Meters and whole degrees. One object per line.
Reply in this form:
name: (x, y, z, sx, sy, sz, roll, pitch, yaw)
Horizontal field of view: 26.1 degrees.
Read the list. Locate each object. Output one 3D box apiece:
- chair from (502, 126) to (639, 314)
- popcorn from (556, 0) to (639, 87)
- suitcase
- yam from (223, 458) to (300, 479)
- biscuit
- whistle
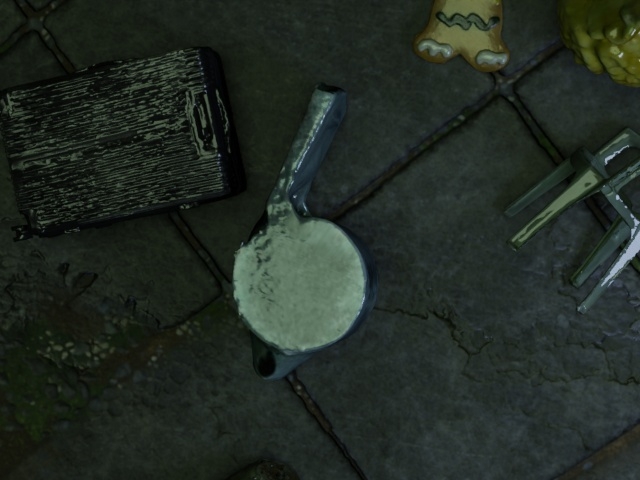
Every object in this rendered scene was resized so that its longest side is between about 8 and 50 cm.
chair: (0.409, -0.045, 1.861, 0.190, 0.203, 0.274, 45, 107, -7)
popcorn: (0.430, -0.321, 1.823, 0.249, 0.225, 0.249, -8, 73, 26)
suitcase: (-0.289, -0.140, 1.986, 0.335, 0.152, 0.230, -12, 92, 7)
yam: (-0.117, 0.392, 2.009, 0.183, 0.107, 0.107, -37, 87, 7)
biscuit: (0.209, -0.361, 1.952, 0.158, 0.035, 0.240, 5, 94, 6)
whistle: (-0.029, -0.012, 1.941, 0.188, 0.168, 0.405, -8, 87, 8)
